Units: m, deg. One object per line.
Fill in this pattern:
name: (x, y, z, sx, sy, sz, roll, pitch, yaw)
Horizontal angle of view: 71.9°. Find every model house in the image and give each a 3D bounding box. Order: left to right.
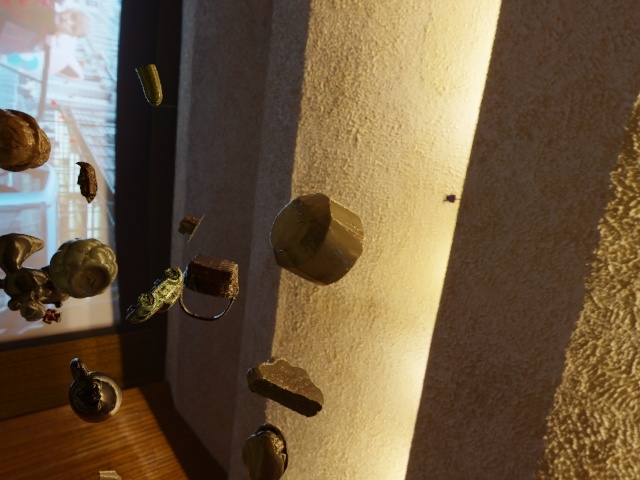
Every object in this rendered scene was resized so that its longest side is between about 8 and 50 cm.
model house: (-0.710, -0.084, 2.388, 0.167, 0.088, 0.117, -51, -168, 41)

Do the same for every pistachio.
pistachio: (-0.233, 0.904, 1.855, 0.197, 0.166, 0.288, 7, -76, 17)

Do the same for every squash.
squash: (-0.821, -0.752, 2.152, 0.095, 0.095, 0.188, 0, -71, 51)

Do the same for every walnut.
walnut: (-1.003, -0.327, 1.434, 0.244, 0.198, 0.198, 27, -61, 10)

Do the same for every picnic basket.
picnic basket: (-0.568, 0.255, 2.234, 0.337, 0.292, 0.337, -164, -90, -84)

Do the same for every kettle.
kettle: (-1.038, 0.660, 1.977, 0.268, 0.207, 0.290, 52, -27, 19)

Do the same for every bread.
bread: (-0.135, 0.562, 1.747, 0.102, 0.337, 0.183, -51, -160, 20)

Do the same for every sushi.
sushi: (-0.707, -0.176, 1.335, 0.052, 0.055, 0.120, 17, -63, 18)

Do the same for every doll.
doll: (-1.191, 0.306, 1.867, 0.079, 0.180, 0.094, -30, -137, 47)
doll: (-1.310, 0.139, 2.092, 0.252, 0.382, 0.379, -4, -86, 10)

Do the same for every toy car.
toy car: (-0.669, 0.239, 1.834, 0.125, 0.306, 0.136, 43, -54, -11)

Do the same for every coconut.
coconut: (0.000, 0.000, 1.504, 0.323, 0.322, 0.323, 7, -81, 51)

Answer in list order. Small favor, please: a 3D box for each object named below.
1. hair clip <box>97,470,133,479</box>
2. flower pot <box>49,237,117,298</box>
hair clip: (-0.669, 0.787, 1.446, 0.034, 0.072, 0.226, 51, -29, 35)
flower pot: (-0.929, 0.110, 1.736, 0.195, 0.246, 0.246, 36, -59, 42)
